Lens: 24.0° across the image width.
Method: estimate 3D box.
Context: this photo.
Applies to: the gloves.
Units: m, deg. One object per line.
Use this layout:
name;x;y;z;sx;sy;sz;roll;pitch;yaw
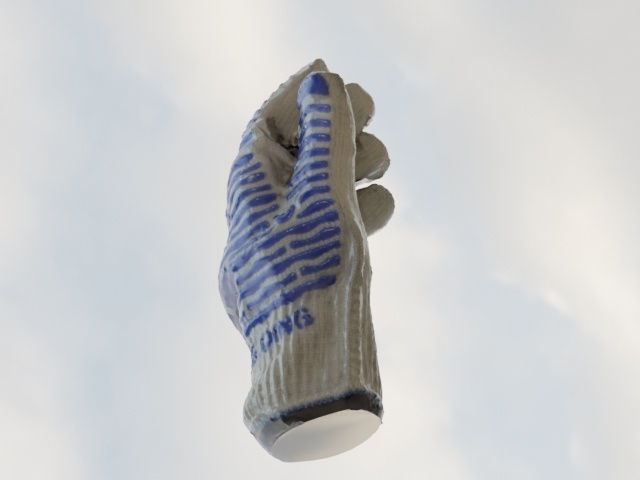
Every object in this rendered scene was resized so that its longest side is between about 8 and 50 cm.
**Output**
gloves;-0.005;0.002;0.788;0.097;0.119;0.229;13;-124;-9
